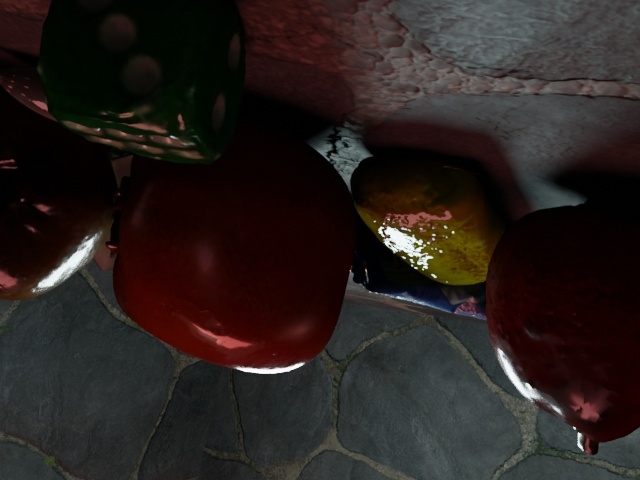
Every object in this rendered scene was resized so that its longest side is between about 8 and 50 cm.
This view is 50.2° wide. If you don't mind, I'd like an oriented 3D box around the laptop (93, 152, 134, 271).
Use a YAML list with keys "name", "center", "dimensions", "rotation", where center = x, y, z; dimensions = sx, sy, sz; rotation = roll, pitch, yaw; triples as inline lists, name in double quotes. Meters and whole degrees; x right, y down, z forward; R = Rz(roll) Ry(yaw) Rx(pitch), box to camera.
- name: "laptop"
  center: [-0.284, -0.041, 1.044]
  dimensions: [0.269, 0.015, 0.188]
  rotation: [-9, 119, 28]

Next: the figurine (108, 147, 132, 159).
- name: "figurine"
  center: [-0.249, -0.050, 1.125]
  dimensions: [0.308, 0.143, 0.308]
  rotation: [14, 128, 18]

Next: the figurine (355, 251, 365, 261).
- name: "figurine"
  center: [0.003, 0.000, 1.193]
  dimensions: [0.164, 0.121, 0.262]
  rotation: [-7, -176, 25]

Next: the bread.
- name: "bread"
  center: [0.165, -0.010, 0.938]
  dimensions: [0.166, 0.112, 0.383]
  rotation: [8, 170, 25]

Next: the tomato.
- name: "tomato"
  center: [-0.107, 0.005, 0.827]
  dimensions: [0.289, 0.293, 0.325]
  rotation: [13, 167, -14]

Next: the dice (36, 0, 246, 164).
- name: "dice"
  center: [-0.134, -0.132, 0.538]
  dimensions: [0.128, 0.120, 0.131]
  rotation: [10, 173, 6]

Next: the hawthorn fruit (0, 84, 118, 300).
- name: "hawthorn fruit"
  center: [-0.398, -0.062, 0.885]
  dimensions: [0.267, 0.268, 0.301]
  rotation: [14, -177, -14]

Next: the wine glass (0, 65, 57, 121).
- name: "wine glass"
  center: [-0.321, -0.170, 0.745]
  dimensions: [0.198, 0.066, 0.066]
  rotation: [17, 170, -30]

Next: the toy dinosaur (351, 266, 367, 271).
- name: "toy dinosaur"
  center: [0.101, 0.045, 1.557]
  dimensions: [0.101, 0.055, 0.279]
  rotation: [-9, 177, -21]

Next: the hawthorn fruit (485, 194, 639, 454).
- name: "hawthorn fruit"
  center: [0.323, 0.104, 0.809]
  dimensions: [0.265, 0.307, 0.265]
  rotation: [3, -165, -1]

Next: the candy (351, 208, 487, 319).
- name: "candy"
  center: [0.176, 0.043, 1.154]
  dimensions: [0.331, 0.187, 0.077]
  rotation: [15, 131, -25]
